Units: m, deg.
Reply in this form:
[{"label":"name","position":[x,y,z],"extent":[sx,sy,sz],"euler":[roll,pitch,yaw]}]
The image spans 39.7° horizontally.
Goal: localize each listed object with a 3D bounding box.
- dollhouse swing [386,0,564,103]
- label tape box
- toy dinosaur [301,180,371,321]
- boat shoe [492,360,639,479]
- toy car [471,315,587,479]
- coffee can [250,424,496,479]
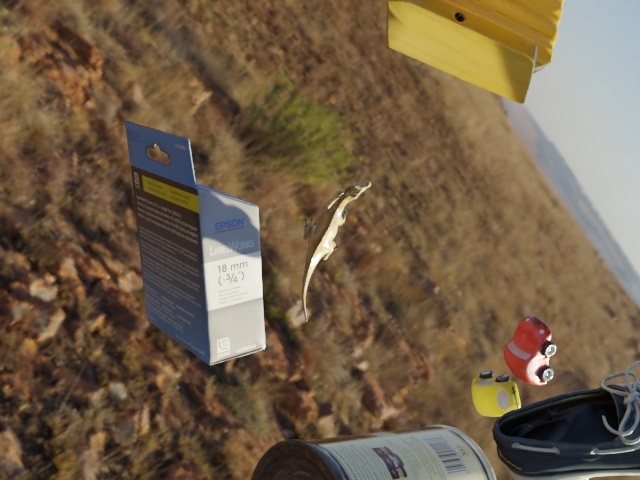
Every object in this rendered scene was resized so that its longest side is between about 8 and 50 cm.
[{"label":"dollhouse swing","position":[0.255,-0.436,1.167],"extent":[0.315,0.305,0.347],"euler":[21,69,-12]},{"label":"label tape box","position":[-0.191,-0.011,1.347],"extent":[0.240,0.105,0.334],"euler":[22,-61,53]},{"label":"toy dinosaur","position":[0.000,0.000,1.084],"extent":[0.053,0.183,0.092],"euler":[25,6,-4]},{"label":"boat shoe","position":[0.304,0.183,0.908],"extent":[0.095,0.254,0.079],"euler":[-83,153,-47]},{"label":"toy car","position":[0.296,0.251,1.250],"extent":[0.225,0.053,0.239],"euler":[63,-25,25]},{"label":"coffee can","position":[0.072,0.353,1.160],"extent":[0.275,0.201,0.202],"euler":[5,50,-41]}]
